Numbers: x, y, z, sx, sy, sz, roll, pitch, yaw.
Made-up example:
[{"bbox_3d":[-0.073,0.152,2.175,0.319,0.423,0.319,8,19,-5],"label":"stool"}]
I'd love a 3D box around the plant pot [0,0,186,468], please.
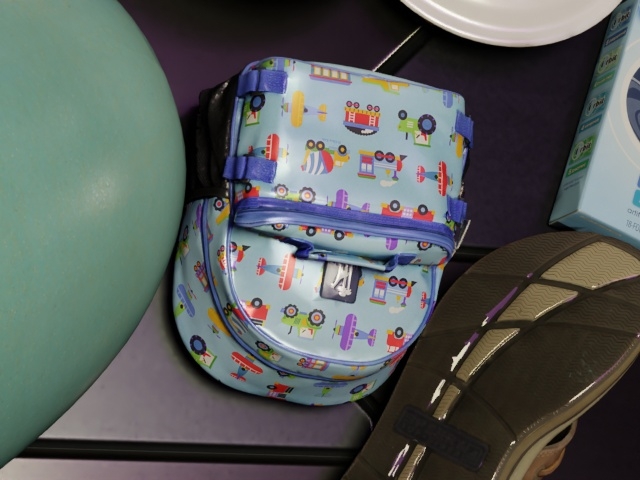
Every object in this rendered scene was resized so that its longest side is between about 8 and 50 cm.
[{"bbox_3d":[-0.203,-0.019,0.859,0.235,0.293,0.293,-30,91,-46],"label":"plant pot"}]

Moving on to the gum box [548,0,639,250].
[{"bbox_3d":[0.243,-0.064,1.183,0.157,0.041,0.184,25,69,-16],"label":"gum box"}]

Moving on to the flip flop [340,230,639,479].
[{"bbox_3d":[0.094,0.112,1.058,0.112,0.080,0.277,29,79,26],"label":"flip flop"}]

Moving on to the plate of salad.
[{"bbox_3d":[0.108,-0.209,1.157,0.199,0.048,0.200,4,71,-12],"label":"plate of salad"}]

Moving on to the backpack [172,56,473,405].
[{"bbox_3d":[0.000,0.000,1.026,0.158,0.117,0.173,14,76,-19],"label":"backpack"}]
